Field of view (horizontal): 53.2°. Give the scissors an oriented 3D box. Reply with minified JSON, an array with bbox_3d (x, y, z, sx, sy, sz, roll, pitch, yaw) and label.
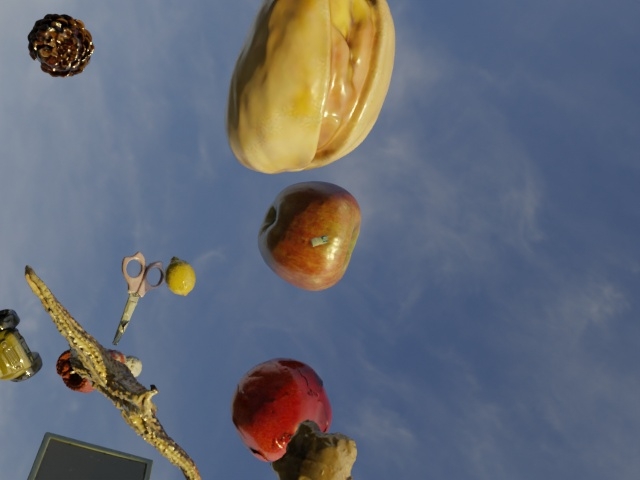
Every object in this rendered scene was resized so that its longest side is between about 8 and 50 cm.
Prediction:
[{"bbox_3d":[-0.417,0.132,1.420,0.021,0.110,0.212,-11,-123,51],"label":"scissors"}]

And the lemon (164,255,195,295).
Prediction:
[{"bbox_3d":[-0.282,0.071,1.279,0.062,0.062,0.083,-21,-99,29],"label":"lemon"}]

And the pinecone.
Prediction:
[{"bbox_3d":[-0.310,-0.233,0.758,0.083,0.077,0.077,-162,-88,-78],"label":"pinecone"}]

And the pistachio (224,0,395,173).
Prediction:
[{"bbox_3d":[-0.025,-0.219,0.890,0.230,0.229,0.309,46,-50,34],"label":"pistachio"}]

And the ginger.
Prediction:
[{"bbox_3d":[0.000,0.406,0.906,0.131,0.086,0.295,-7,-117,0],"label":"ginger"}]

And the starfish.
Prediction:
[{"bbox_3d":[-0.229,0.151,0.690,0.048,0.295,0.231,-43,-167,-23],"label":"starfish"}]

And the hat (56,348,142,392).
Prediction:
[{"bbox_3d":[-0.439,0.256,1.308,0.112,0.162,0.094,-17,-100,32],"label":"hat"}]

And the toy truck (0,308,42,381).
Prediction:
[{"bbox_3d":[-0.679,0.228,1.266,0.224,0.165,0.147,2,-60,38],"label":"toy truck"}]

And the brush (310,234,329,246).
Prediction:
[{"bbox_3d":[0.000,0.000,1.317,0.013,0.083,0.016,-14,-90,23],"label":"brush"}]

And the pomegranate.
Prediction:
[{"bbox_3d":[-0.086,0.345,1.317,0.235,0.210,0.210,6,-100,61],"label":"pomegranate"}]

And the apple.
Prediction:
[{"bbox_3d":[-0.036,-0.017,1.624,0.249,0.309,0.278,21,-127,7],"label":"apple"}]

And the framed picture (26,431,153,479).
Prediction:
[{"bbox_3d":[-0.583,0.615,1.614,0.019,0.296,0.232,-60,-163,26],"label":"framed picture"}]
